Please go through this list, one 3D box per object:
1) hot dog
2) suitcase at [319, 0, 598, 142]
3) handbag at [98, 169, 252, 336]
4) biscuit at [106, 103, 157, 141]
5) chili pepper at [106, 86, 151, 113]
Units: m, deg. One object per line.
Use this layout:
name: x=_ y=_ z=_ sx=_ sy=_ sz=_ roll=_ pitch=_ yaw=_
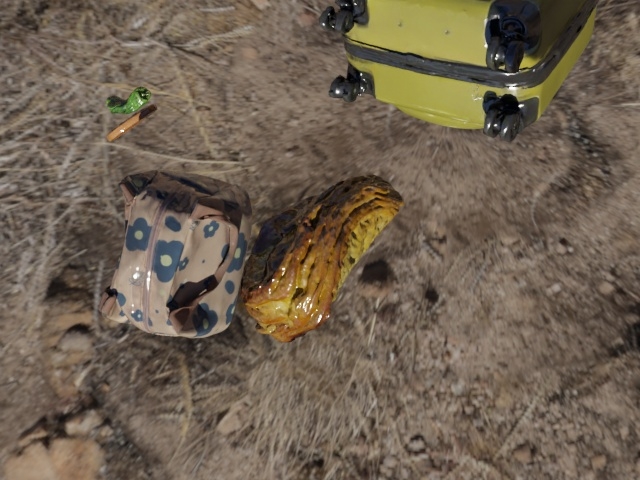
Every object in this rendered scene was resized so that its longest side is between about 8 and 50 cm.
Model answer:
hot dog: x=-0.003 y=-0.001 z=1.252 sx=0.114 sy=0.259 sz=0.175 roll=44 pitch=141 yaw=-13
suitcase: x=0.133 y=-0.193 z=0.904 sx=0.194 sy=0.235 sz=0.143 roll=16 pitch=135 yaw=26
handbag: x=-0.218 y=0.024 z=1.495 sx=0.190 sy=0.193 sz=0.251 roll=12 pitch=94 yaw=14
biscuit: x=-0.291 y=-0.183 z=1.552 sx=0.091 sy=0.078 sz=0.015 roll=-34 pitch=99 yaw=2
chili pepper: x=-0.268 y=-0.192 z=1.405 sx=0.091 sy=0.030 sz=0.034 roll=-6 pitch=91 yaw=45
